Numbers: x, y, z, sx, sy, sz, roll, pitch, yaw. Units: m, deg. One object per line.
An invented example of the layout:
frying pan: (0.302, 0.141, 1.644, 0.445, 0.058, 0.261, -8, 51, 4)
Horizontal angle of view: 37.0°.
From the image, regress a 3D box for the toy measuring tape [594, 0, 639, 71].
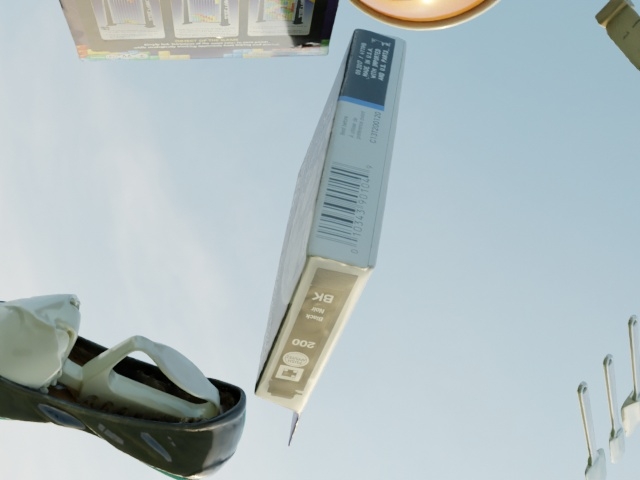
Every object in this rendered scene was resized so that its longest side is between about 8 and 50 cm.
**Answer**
toy measuring tape: (0.423, -0.133, 1.001, 0.330, 0.121, 0.121, 50, -43, 9)

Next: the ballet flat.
ballet flat: (-0.177, 0.093, 0.707, 0.096, 0.280, 0.095, -53, -152, 25)

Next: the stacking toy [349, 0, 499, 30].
stacking toy: (0.089, -0.445, 1.207, 0.350, 0.480, 0.351, 4, -77, 19)

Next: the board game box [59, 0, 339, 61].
board game box: (-0.074, -0.161, 0.588, 0.141, 0.170, 0.048, 112, -25, -74)

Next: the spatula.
spatula: (0.372, 0.212, 1.219, 0.019, 0.168, 0.242, 23, -34, 40)

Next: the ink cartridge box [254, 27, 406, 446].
ink cartridge box: (0.000, 0.000, 0.643, 0.208, 0.045, 0.206, 110, -7, -48)
